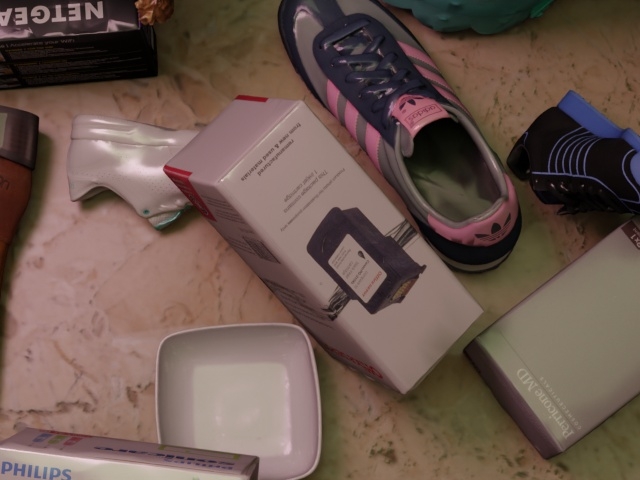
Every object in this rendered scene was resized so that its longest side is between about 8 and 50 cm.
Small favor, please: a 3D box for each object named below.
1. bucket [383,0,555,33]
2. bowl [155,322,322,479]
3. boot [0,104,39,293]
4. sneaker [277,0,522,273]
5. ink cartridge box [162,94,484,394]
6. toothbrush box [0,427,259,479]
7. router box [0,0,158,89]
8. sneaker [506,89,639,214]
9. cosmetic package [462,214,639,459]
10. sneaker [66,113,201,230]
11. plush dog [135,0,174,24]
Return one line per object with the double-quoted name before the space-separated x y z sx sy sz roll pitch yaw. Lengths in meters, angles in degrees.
"bucket" 0.144 -0.333 1.397 0.281 0.183 0.281 1 84 -12
"bowl" -0.070 0.146 1.386 0.142 0.053 0.142 -4 76 0
"boot" -0.396 0.005 1.424 0.264 0.096 0.280 11 85 -4
"sneaker" 0.074 -0.122 1.404 0.112 0.131 0.319 -37 79 -7
"ink cartridge box" 0.000 0.000 1.315 0.100 0.172 0.237 -45 109 -10
"toothbrush box" -0.169 0.307 1.290 0.206 0.122 0.283 6 91 2
"router box" -0.240 -0.177 1.421 0.179 0.133 0.046 -5 78 -1
"sneaker" 0.234 -0.052 1.356 0.090 0.232 0.081 -44 114 4
"cosmetic package" 0.252 0.069 1.374 0.238 0.107 0.127 -38 82 -11
"sneaker" -0.123 -0.053 1.430 0.212 0.080 0.094 9 90 8
"plush dog" -0.226 -0.285 1.290 0.225 0.262 0.210 2 107 -7
